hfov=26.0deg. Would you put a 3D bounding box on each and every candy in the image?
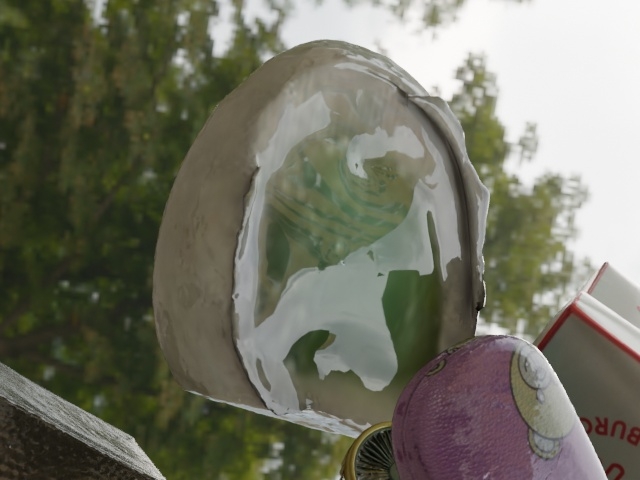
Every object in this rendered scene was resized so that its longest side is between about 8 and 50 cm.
[{"bbox_3d":[0.000,0.000,1.487,0.186,0.386,0.426,16,-79,56],"label":"candy"}]

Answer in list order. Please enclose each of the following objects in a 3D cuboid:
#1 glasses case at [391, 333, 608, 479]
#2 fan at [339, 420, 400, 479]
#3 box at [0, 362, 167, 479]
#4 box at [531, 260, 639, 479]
[{"bbox_3d":[0.140,0.209,0.866,0.076,0.123,0.316,-6,-69,55],"label":"glasses case"},{"bbox_3d":[0.089,0.180,1.031,0.039,0.155,0.082,118,-29,-55],"label":"fan"},{"bbox_3d":[-0.320,0.241,1.500,0.143,0.273,0.184,-56,-153,-2],"label":"box"},{"bbox_3d":[0.338,0.246,1.573,0.314,0.312,0.300,-56,171,19],"label":"box"}]
